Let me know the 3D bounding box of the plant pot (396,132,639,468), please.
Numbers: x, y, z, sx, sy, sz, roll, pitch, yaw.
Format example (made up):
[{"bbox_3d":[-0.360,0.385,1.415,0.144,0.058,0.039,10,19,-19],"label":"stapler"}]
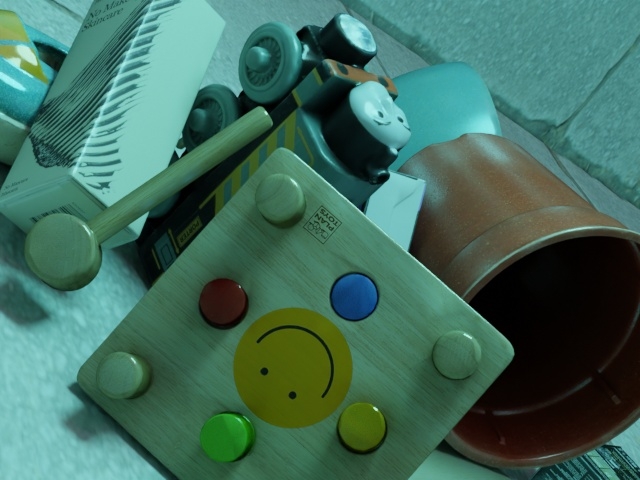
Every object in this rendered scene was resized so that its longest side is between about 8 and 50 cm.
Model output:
[{"bbox_3d":[0.186,0.039,1.491,0.272,0.272,0.265,29,17,-32],"label":"plant pot"}]

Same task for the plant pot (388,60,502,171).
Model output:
[{"bbox_3d":[0.097,-0.079,1.932,0.195,0.290,0.290,-6,33,-14],"label":"plant pot"}]

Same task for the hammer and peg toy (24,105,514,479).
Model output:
[{"bbox_3d":[-0.057,0.058,1.180,0.361,0.266,0.127,42,-2,7],"label":"hammer and peg toy"}]

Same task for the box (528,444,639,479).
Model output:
[{"bbox_3d":[0.339,0.316,1.669,0.147,0.077,0.180,16,28,-54],"label":"box"}]

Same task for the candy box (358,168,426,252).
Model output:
[{"bbox_3d":[0.000,0.000,1.487,0.070,0.165,0.196,15,0,-37],"label":"candy box"}]

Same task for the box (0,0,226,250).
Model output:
[{"bbox_3d":[-0.189,-0.120,1.375,0.094,0.113,0.275,44,45,-33],"label":"box"}]

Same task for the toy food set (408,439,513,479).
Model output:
[{"bbox_3d":[0.120,0.264,1.357,0.219,0.092,0.306,36,11,32],"label":"toy food set"}]

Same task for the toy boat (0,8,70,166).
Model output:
[{"bbox_3d":[-0.325,-0.203,1.484,0.267,0.148,0.318,20,25,-47],"label":"toy boat"}]

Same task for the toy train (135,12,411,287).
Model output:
[{"bbox_3d":[-0.051,-0.059,1.412,0.142,0.334,0.190,11,45,-48],"label":"toy train"}]

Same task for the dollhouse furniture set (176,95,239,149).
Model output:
[{"bbox_3d":[-0.056,-0.061,1.717,0.212,0.161,0.242,55,33,-5],"label":"dollhouse furniture set"}]
